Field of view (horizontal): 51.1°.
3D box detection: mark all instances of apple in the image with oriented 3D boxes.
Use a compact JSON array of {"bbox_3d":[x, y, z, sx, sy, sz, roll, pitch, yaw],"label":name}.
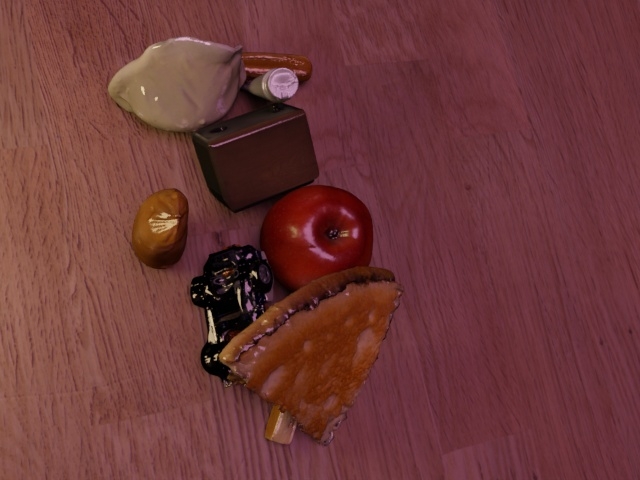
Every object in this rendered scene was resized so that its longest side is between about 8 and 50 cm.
[{"bbox_3d":[0.000,0.000,1.508,0.260,0.216,0.260,5,77,-20],"label":"apple"}]

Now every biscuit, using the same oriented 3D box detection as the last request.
[{"bbox_3d":[-0.067,0.356,1.487,0.056,0.052,0.188,27,70,-25],"label":"biscuit"}]

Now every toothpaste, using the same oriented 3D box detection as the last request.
[{"bbox_3d":[-0.111,-0.349,1.528,0.114,0.299,0.073,3,99,-14],"label":"toothpaste"}]

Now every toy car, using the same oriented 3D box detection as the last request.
[{"bbox_3d":[-0.169,0.155,1.449,0.118,0.193,0.301,13,62,-59],"label":"toy car"}]

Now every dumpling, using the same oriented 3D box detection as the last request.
[{"bbox_3d":[-0.311,-0.353,1.493,0.318,0.243,0.187,-14,75,-13],"label":"dumpling"}]

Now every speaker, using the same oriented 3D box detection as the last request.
[{"bbox_3d":[-0.147,-0.193,1.515,0.231,0.153,0.192,-24,117,-18],"label":"speaker"}]

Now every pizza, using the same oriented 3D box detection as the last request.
[{"bbox_3d":[0.022,0.198,1.394,0.080,0.435,0.392,29,75,39],"label":"pizza"}]

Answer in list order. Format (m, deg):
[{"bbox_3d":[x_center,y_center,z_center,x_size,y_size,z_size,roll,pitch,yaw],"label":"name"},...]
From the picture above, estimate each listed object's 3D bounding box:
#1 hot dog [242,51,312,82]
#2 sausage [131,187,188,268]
[{"bbox_3d":[-0.162,-0.428,1.650,0.286,0.061,0.088,5,72,-13],"label":"hot dog"},{"bbox_3d":[-0.320,-0.024,1.348,0.116,0.354,0.134,21,73,-11],"label":"sausage"}]
